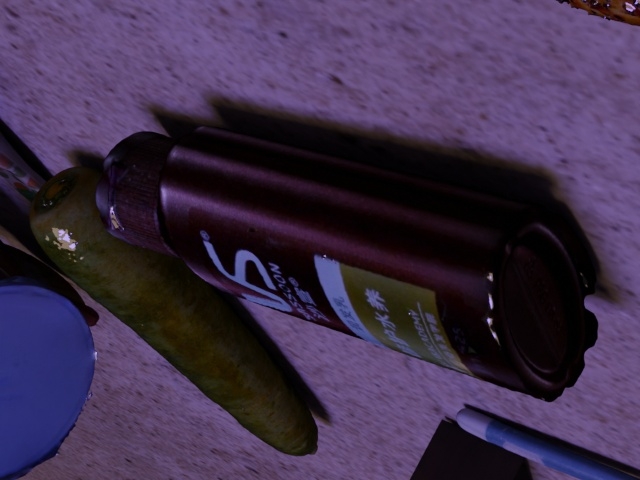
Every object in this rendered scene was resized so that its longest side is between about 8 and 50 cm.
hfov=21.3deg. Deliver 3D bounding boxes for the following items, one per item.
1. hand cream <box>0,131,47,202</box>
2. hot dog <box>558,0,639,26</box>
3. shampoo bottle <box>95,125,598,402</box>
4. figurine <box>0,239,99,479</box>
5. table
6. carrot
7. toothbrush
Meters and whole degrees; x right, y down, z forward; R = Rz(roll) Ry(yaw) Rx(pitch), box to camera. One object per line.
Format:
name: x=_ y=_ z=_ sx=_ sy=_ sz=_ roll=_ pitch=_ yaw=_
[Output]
hand cream: x=-0.227 y=-0.047 z=1.293 sx=0.057 sy=0.037 sz=0.165 roll=17 pitch=160 yaw=39
hot dog: x=0.078 y=-0.126 z=0.613 sx=0.191 sy=0.059 sz=0.108 roll=18 pitch=150 yaw=41
shampoo bottle: x=0.000 y=0.000 z=0.971 sx=0.323 sy=0.084 sz=0.129 roll=17 pitch=151 yaw=40
figurine: x=-0.366 y=0.067 z=1.457 sx=0.276 sy=0.248 sz=0.388 roll=1 pitch=-156 yaw=-42
table: x=0.108 y=0.194 z=1.245 sx=0.070 sy=0.083 sz=0.082 roll=21 pitch=160 yaw=26
carrot: x=-0.095 y=0.071 z=1.296 sx=0.074 sy=0.074 sz=0.358 roll=13 pitch=152 yaw=45
toothbrush: x=0.200 y=0.162 z=1.113 sx=0.276 sy=0.025 sz=0.019 roll=18 pitch=155 yaw=37
